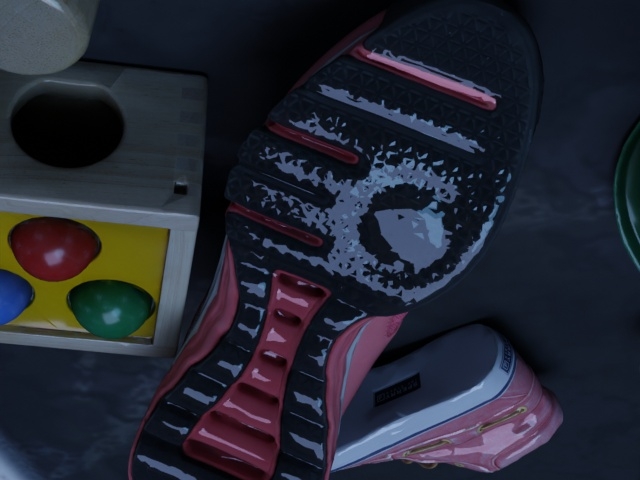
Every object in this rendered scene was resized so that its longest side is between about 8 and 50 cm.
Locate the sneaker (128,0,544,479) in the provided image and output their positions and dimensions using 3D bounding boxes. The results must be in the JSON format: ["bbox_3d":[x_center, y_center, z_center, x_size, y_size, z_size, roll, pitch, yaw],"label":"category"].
[{"bbox_3d":[-0.001,0.000,0.866,0.116,0.136,0.314,27,118,-6],"label":"sneaker"}]

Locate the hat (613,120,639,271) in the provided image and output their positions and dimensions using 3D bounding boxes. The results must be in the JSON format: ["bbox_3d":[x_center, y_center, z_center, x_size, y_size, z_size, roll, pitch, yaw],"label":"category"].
[{"bbox_3d":[0.177,0.039,0.794,0.208,0.183,0.173,49,137,-14],"label":"hat"}]

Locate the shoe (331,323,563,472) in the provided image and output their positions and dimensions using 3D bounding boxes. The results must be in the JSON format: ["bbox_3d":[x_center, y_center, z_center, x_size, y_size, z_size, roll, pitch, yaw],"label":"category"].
[{"bbox_3d":[0.049,0.110,1.053,0.178,0.063,0.081,-24,134,26],"label":"shoe"}]

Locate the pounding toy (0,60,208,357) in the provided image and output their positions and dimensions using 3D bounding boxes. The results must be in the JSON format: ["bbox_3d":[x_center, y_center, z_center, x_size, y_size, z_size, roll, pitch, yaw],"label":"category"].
[{"bbox_3d":[-0.158,-0.030,0.830,0.206,0.094,0.181,6,146,-7],"label":"pounding toy"}]

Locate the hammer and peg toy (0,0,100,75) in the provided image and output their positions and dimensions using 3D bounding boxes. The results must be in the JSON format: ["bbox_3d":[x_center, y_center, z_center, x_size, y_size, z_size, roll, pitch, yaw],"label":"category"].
[{"bbox_3d":[-0.212,-0.158,0.611,0.265,0.127,0.361,-5,145,9],"label":"hammer and peg toy"}]
